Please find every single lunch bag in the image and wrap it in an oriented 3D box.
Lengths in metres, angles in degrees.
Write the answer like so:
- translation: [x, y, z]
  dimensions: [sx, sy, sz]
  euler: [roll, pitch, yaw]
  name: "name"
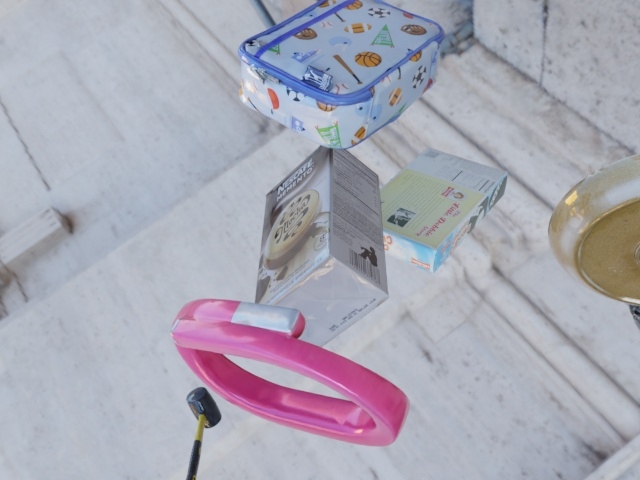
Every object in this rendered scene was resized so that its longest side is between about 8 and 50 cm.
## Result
- translation: [0.025, -0.271, 1.075]
  dimensions: [0.243, 0.303, 0.115]
  euler: [33, 141, 25]
  name: "lunch bag"

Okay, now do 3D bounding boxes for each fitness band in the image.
- translation: [-0.043, 0.145, 0.755]
  dimensions: [0.290, 0.054, 0.209]
  euler: [3, 142, 39]
  name: "fitness band"

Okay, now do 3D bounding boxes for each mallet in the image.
- translation: [-0.183, 0.286, 1.035]
  dimensions: [0.190, 0.039, 0.062]
  euler: [-87, -25, -71]
  name: "mallet"

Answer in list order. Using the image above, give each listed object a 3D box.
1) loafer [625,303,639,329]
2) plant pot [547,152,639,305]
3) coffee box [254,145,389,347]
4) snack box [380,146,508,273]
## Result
- translation: [0.463, 0.094, 0.959]
  dimensions: [0.096, 0.084, 0.267]
  euler: [25, -160, 6]
  name: "loafer"
- translation: [0.344, 0.002, 0.683]
  dimensions: [0.236, 0.236, 0.032]
  euler: [62, -148, -47]
  name: "plant pot"
- translation: [0.000, 0.000, 1.083]
  dimensions: [0.119, 0.168, 0.297]
  euler: [35, -149, -25]
  name: "coffee box"
- translation: [0.218, -0.071, 1.391]
  dimensions: [0.187, 0.322, 0.060]
  euler: [23, 133, 27]
  name: "snack box"
